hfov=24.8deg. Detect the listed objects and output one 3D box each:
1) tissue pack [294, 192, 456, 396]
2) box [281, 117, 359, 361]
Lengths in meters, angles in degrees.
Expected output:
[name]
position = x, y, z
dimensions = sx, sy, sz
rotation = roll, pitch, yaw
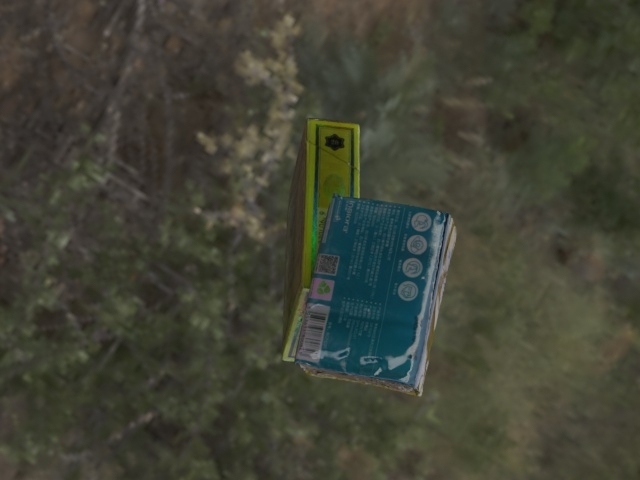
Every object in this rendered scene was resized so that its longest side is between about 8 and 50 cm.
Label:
[tissue pack]
position = 0.053, 0.050, 1.339
dimensions = 0.082, 0.120, 0.169
rotation = 64, 37, -72
[box]
position = 0.001, 0.000, 1.514
dimensions = 0.141, 0.064, 0.220
rotation = 105, -9, -54
